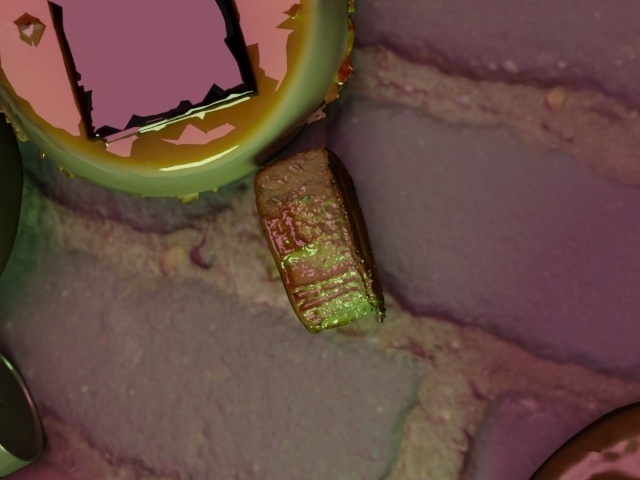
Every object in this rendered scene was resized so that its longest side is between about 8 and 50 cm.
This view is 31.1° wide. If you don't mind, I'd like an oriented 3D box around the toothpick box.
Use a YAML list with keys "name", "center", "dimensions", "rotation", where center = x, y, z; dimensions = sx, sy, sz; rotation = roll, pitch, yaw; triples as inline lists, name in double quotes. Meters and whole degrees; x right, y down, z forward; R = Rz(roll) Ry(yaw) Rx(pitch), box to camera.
- name: "toothpick box"
  center: [-0.326, 0.166, 0.911]
  dimensions: [0.180, 0.111, 0.111]
  rotation: [-27, 78, 6]

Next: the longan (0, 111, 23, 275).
- name: "longan"
  center: [-0.343, -0.028, 0.892]
  dimensions: [0.246, 0.215, 0.246]
  rotation: [-4, 59, 8]

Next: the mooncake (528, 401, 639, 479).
- name: "mooncake"
  center: [0.226, 0.228, 0.787]
  dimensions: [0.234, 0.117, 0.235]
  rotation: [-1, 84, 9]

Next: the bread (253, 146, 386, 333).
- name: "bread"
  center: [0.000, 0.000, 0.855]
  dimensions: [0.069, 0.128, 0.140]
  rotation: [-17, 81, 4]

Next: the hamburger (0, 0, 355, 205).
- name: "hamburger"
  center: [-0.115, -0.169, 0.867]
  dimensions: [0.294, 0.179, 0.276]
  rotation: [-20, 91, 0]
